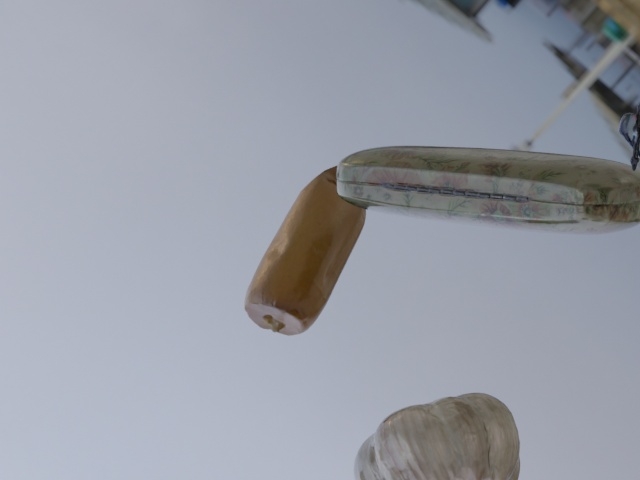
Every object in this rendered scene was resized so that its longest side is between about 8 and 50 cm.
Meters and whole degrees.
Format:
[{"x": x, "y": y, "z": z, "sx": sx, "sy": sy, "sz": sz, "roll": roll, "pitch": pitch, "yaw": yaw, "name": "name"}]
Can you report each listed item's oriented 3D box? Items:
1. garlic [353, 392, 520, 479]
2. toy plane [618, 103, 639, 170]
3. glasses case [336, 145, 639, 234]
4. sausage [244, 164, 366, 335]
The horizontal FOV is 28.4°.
[{"x": 0.151, "y": 0.304, "z": 1.503, "sx": 0.218, "sy": 0.218, "sz": 0.212, "roll": 21, "pitch": -137, "yaw": -48, "name": "garlic"}, {"x": 0.388, "y": -0.062, "z": 1.318, "sx": 0.169, "sy": 0.246, "sz": 0.078, "roll": -1, "pitch": 178, "yaw": -18, "name": "toy plane"}, {"x": 0.210, "y": -0.068, "z": 1.607, "sx": 0.425, "sy": 0.098, "sz": 0.156, "roll": 7, "pitch": -170, "yaw": 38, "name": "glasses case"}, {"x": -0.005, "y": -0.004, "z": 1.836, "sx": 0.112, "sy": 0.112, "sz": 0.328, "roll": 37, "pitch": -126, "yaw": -13, "name": "sausage"}]
